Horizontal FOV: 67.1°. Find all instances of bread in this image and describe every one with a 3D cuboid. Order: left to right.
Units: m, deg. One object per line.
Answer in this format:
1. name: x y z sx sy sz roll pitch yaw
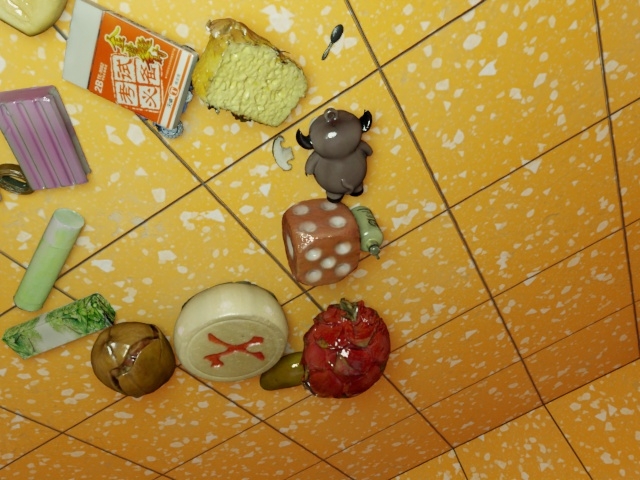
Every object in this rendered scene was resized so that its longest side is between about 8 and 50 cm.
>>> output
1. bread: -0.530 -0.448 0.790 0.147 0.098 0.217 -42 125 19
2. bread: -0.150 -0.336 0.955 0.160 0.147 0.260 -54 157 23

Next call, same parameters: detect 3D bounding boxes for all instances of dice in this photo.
1. dice: 0.000 0.000 1.274 0.179 0.174 0.175 -13 130 -12

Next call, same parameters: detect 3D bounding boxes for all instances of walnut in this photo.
1. walnut: -0.523 0.349 1.393 0.208 0.209 0.336 -12 152 -7

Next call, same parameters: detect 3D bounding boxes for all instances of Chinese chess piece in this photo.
1. Chinese chess piece: -0.264 0.277 1.442 0.337 0.141 0.338 -8 130 -10

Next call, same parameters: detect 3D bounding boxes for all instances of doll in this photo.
1. doll: 0.044 -0.205 1.148 0.181 0.117 0.257 -20 132 -2

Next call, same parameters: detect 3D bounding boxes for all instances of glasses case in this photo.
1. glasses case: -0.713 0.233 1.324 0.272 0.062 0.095 -21 126 0

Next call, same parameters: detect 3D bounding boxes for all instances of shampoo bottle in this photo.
1. shampoo bottle: 0.123 -0.019 1.295 0.079 0.162 0.079 -8 130 -10

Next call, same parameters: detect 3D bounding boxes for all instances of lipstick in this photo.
1. lipstick: -0.668 0.054 1.182 0.076 0.076 0.304 23 118 -31

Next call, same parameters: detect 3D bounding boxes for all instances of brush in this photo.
1. brush: 0.024 -0.423 1.034 0.024 0.008 0.083 17 122 -31

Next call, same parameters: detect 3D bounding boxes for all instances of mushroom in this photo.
1. mushroom: -0.092 -0.210 1.169 0.049 0.019 0.101 -15 134 -3

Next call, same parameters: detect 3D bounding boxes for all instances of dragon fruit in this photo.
1. dragon fruit: 0.075 0.347 1.514 0.277 0.277 0.343 6 109 -21

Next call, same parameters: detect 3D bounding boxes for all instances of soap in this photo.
1. soap: -0.572 -0.207 0.998 0.122 0.066 0.203 -10 130 -8

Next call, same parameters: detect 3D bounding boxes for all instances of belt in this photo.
1. belt: -0.664 -0.134 1.052 0.083 0.036 0.059 25 117 -34

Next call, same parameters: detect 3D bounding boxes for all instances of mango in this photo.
1. mango: -0.118 0.459 1.669 0.227 0.099 0.136 -29 138 19

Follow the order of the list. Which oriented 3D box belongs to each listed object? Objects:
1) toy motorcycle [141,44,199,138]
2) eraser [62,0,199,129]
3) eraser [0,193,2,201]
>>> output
1. toy motorcycle: -0.320 -0.309 0.990 0.114 0.076 0.205 15 122 -18
2. eraser: -0.364 -0.332 0.920 0.230 0.038 0.157 25 119 -6
3. eraser: -0.791 -0.170 0.968 0.204 0.059 0.243 -5 133 -12
